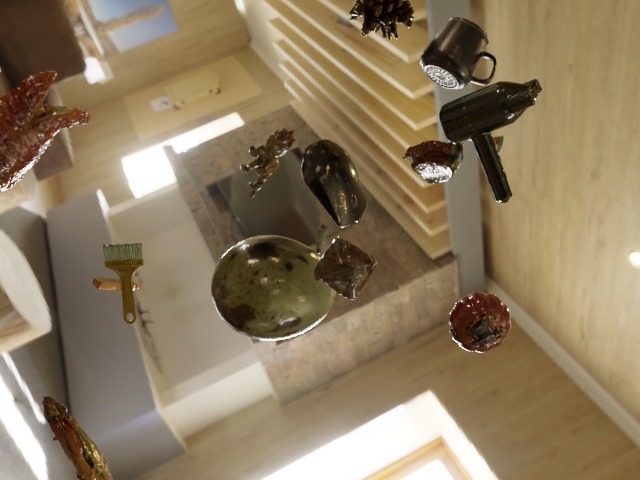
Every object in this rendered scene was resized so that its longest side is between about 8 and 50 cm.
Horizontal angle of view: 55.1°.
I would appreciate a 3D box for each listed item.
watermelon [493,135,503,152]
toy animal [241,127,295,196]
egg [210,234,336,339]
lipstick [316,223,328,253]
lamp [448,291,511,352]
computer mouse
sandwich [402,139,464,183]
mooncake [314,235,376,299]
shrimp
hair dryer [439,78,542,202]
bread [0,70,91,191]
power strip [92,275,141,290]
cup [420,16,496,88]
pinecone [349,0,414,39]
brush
[{"bbox_3d":[0.504,-0.277,1.812,0.072,0.092,0.084,32,9,-20],"label":"watermelon"},{"bbox_3d":[-0.169,-0.270,2.026,0.097,0.157,0.312,52,-24,5],"label":"toy animal"},{"bbox_3d":[-0.147,0.154,2.019,0.345,0.427,0.345,179,-90,-65],"label":"egg"},{"bbox_3d":[0.000,0.001,2.091,0.030,0.030,0.129,-75,179,-45],"label":"lipstick"},{"bbox_3d":[0.455,0.230,1.762,0.140,0.181,0.182,-98,167,-68],"label":"lamp"},{"bbox_3d":[0.057,-0.186,1.936,0.087,0.168,0.295,-16,-68,52],"label":"computer mouse"},{"bbox_3d":[0.349,-0.236,1.835,0.235,0.159,0.079,-14,-116,63],"label":"sandwich"},{"bbox_3d":[0.061,0.068,1.489,0.129,0.125,0.073,28,21,-11],"label":"mooncake"},{"bbox_3d":[-0.528,0.465,1.339,0.294,0.062,0.154,54,-16,0],"label":"shrimp"},{"bbox_3d":[0.471,-0.250,1.575,0.244,0.116,0.303,-14,-77,41],"label":"hair dryer"},{"bbox_3d":[-0.547,-0.182,1.086,0.095,0.268,0.139,54,1,43],"label":"bread"},{"bbox_3d":[-0.687,0.149,2.076,0.049,0.028,0.178,32,13,40],"label":"power strip"},{"bbox_3d":[0.422,-0.545,1.819,0.223,0.177,0.169,28,-8,16],"label":"cup"},{"bbox_3d":[0.186,-0.688,1.849,0.179,0.195,0.150,-57,156,-74],"label":"pinecone"},{"bbox_3d":[-0.437,0.100,1.382,0.011,0.083,0.205,-117,-153,-63],"label":"brush"}]
